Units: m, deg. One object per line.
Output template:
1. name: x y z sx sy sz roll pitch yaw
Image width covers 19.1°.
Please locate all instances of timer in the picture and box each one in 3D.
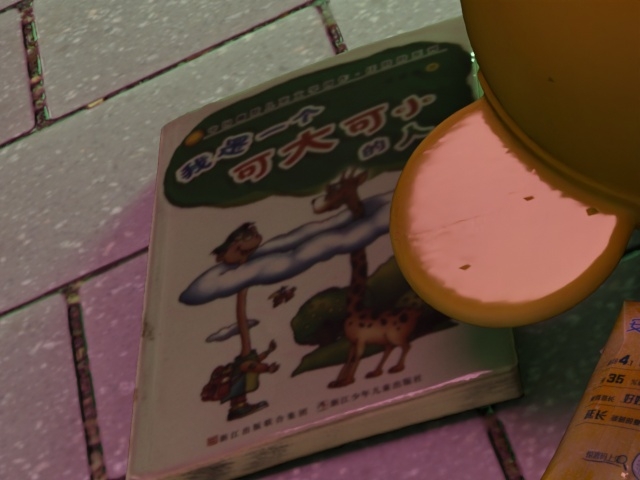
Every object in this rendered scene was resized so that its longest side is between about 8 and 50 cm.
1. timer: 0.207 -0.151 1.086 0.387 0.376 0.376 -18 38 19

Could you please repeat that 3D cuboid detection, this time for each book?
1. book: 0.000 0.000 1.277 0.260 0.043 0.371 -18 38 14

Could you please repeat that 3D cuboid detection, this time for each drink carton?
1. drink carton: 0.186 0.087 1.031 0.084 0.074 0.200 4 48 35
